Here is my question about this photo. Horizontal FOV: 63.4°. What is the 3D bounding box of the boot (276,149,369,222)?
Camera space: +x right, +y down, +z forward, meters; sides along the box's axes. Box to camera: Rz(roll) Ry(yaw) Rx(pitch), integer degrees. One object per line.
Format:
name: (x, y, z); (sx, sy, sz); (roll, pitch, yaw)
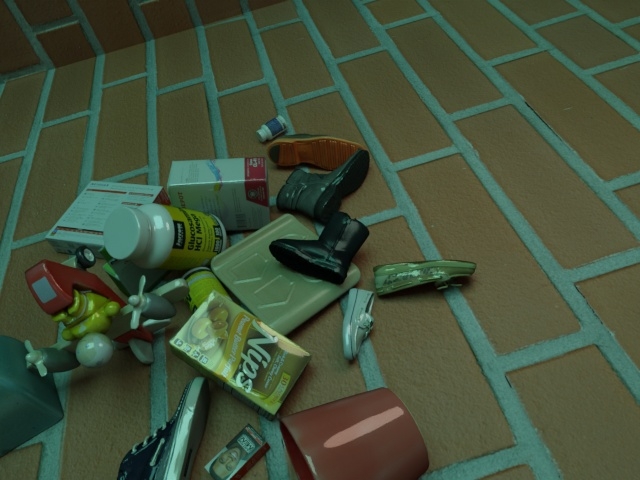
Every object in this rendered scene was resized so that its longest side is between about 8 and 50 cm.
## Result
boot: (0.006, -0.218, 1.794); (0.222, 0.118, 0.338); (21, 55, 33)

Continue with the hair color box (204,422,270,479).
hair color box: (-0.196, 0.516, 1.234); (0.072, 0.043, 0.141); (33, 64, 34)

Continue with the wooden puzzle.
wooden puzzle: (-0.106, 0.101, 1.550); (0.322, 0.080, 0.348); (-33, 54, -24)

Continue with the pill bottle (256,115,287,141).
pill bottle: (-0.197, -0.445, 2.077); (0.120, 0.067, 0.067); (-36, 50, -18)

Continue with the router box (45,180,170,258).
router box: (-0.761, -0.077, 1.877); (0.335, 0.082, 0.301); (7, 51, 19)

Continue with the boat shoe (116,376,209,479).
boat shoe: (-0.380, 0.486, 1.246); (0.158, 0.127, 0.341); (3, 50, 7)

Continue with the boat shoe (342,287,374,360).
boat shoe: (0.107, 0.218, 1.399); (0.075, 0.083, 0.226); (-3, 48, 13)

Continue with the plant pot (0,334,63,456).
plant pot: (-0.886, 0.394, 1.371); (0.247, 0.252, 0.247); (-31, 48, -15)

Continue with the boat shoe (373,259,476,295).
boat shoe: (0.294, 0.102, 1.461); (0.285, 0.104, 0.089); (-5, 85, 15)

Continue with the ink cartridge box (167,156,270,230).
ink cartridge box: (-0.322, -0.147, 1.701); (0.306, 0.226, 0.131); (-2, 49, -4)

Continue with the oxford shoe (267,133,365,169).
oxford shoe: (-0.007, -0.348, 1.910); (0.363, 0.130, 0.133); (7, 36, 11)

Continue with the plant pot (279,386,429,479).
plant pot: (0.075, 0.450, 1.097); (0.243, 0.275, 0.275); (-22, 47, -18)

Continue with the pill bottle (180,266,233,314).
pill bottle: (-0.323, 0.182, 1.512); (0.119, 0.119, 0.208); (-32, 49, -15)

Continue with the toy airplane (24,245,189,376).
toy airplane: (-0.566, 0.231, 1.358); (0.384, 0.386, 0.272); (8, 35, -21)

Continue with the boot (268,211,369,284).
boot: (0.000, 0.000, 1.515); (0.246, 0.094, 0.207); (20, 55, 11)

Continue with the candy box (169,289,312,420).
candy box: (-0.203, 0.290, 1.331); (0.316, 0.087, 0.183); (32, 60, 7)

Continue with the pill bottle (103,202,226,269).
pill bottle: (-0.445, -0.007, 1.508); (0.187, 0.334, 0.188); (-2, 85, 29)

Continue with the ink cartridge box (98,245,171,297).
ink cartridge box: (-0.581, 0.038, 1.611); (0.097, 0.255, 0.189); (25, 58, 31)
